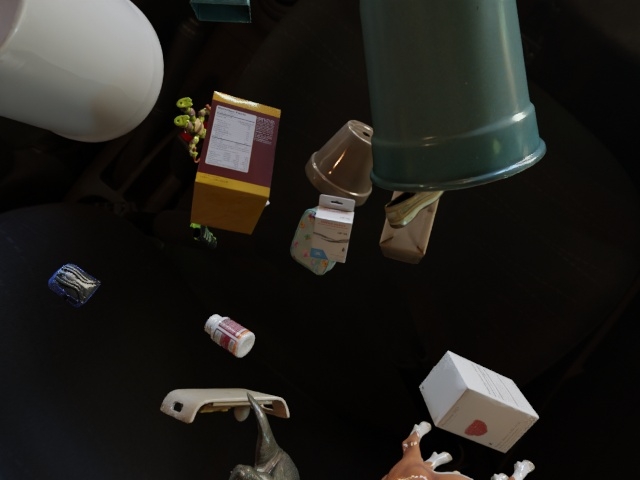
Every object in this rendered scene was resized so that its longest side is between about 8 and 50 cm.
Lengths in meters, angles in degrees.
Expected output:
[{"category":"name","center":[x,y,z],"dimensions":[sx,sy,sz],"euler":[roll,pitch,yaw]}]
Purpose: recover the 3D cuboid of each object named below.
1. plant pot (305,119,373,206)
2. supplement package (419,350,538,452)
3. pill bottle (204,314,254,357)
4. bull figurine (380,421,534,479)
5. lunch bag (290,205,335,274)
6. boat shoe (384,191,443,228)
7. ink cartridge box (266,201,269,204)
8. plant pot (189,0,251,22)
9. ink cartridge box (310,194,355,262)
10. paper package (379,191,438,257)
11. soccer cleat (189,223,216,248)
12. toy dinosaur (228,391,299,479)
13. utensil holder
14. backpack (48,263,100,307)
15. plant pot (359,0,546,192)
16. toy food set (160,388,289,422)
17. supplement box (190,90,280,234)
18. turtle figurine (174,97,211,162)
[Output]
[{"category":"plant pot","center":[0.136,-0.358,1.819],"dimensions":[0.323,0.323,0.280],"euler":[35,125,-1]},{"category":"supplement package","center":[0.508,0.527,1.344],"dimensions":[0.292,0.175,0.178],"euler":[26,109,-15]},{"category":"pill bottle","center":[-0.291,0.299,1.310],"dimensions":[0.151,0.086,0.086],"euler":[26,89,24]},{"category":"bull figurine","center":[0.256,0.439,0.678],"dimensions":[0.310,0.188,0.101],"euler":[17,120,23]},{"category":"lunch bag","center":[0.000,0.000,1.824],"dimensions":[0.224,0.107,0.279],"euler":[35,119,22]},{"category":"boat shoe","center":[0.219,-0.109,0.936],"dimensions":[0.190,0.068,0.072],"euler":[-43,118,-22]},{"category":"ink cartridge box","center":[-0.286,-0.217,1.495],"dimensions":[0.056,0.181,0.225],"euler":[-22,93,21]},{"category":"plant pot","center":[-0.293,-0.794,1.208],"dimensions":[0.165,0.166,0.235],"euler":[-1,102,-8]},{"category":"ink cartridge box","center":[0.033,-0.031,1.152],"dimensions":[0.104,0.060,0.180],"euler":[10,128,3]},{"category":"paper package","center":[0.353,-0.081,1.625],"dimensions":[0.167,0.325,0.310],"euler":[15,86,12]},{"category":"soccer cleat","center":[-0.451,-0.018,1.573],"dimensions":[0.060,0.179,0.072],"euler":[16,54,22]},{"category":"toy dinosaur","center":[-0.070,0.379,0.573],"dimensions":[0.120,0.160,0.314],"euler":[-32,66,14]},{"category":"utensil holder","center":[-0.512,-0.367,0.716],"dimensions":[0.326,0.385,0.329],"euler":[0,94,3]},{"category":"backpack","center":[-0.787,0.143,1.295],"dimensions":[0.101,0.098,0.120],"euler":[-25,121,32]},{"category":"plant pot","center":[0.227,-0.308,0.773],"dimensions":[0.340,0.341,0.335],"euler":[-17,115,-1]},{"category":"toy food set","center":[-0.275,0.490,1.192],"dimensions":[0.305,0.219,0.093],"euler":[14,72,-37]},{"category":"supplement box","center":[-0.171,-0.144,0.817],"dimensions":[0.128,0.191,0.194],"euler":[11,67,-16]},{"category":"turtle figurine","center":[-0.483,-0.457,1.589],"dimensions":[0.087,0.217,0.270],"euler":[17,81,11]}]
